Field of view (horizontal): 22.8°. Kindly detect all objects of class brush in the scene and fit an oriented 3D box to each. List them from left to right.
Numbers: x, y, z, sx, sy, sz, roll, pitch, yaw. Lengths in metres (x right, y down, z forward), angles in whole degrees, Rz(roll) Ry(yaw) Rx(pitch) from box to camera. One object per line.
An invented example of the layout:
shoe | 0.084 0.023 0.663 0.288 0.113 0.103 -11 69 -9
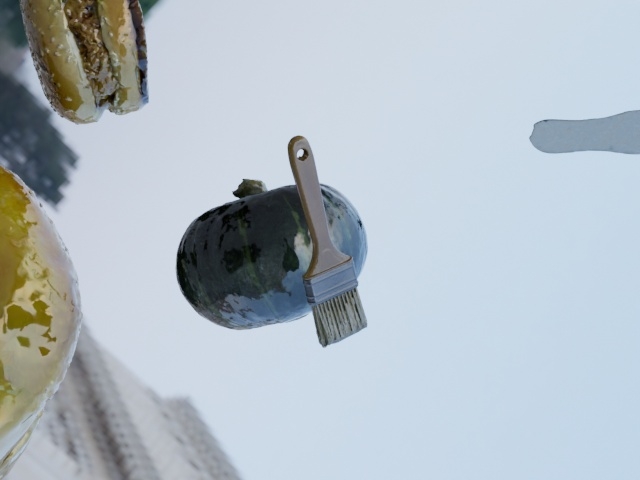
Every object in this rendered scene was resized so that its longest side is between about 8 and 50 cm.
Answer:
brush | 0.000 0.000 1.177 0.043 0.170 0.014 -24 -154 -21

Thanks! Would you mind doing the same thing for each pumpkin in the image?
pumpkin | -0.042 0.011 1.353 0.167 0.125 0.167 -16 -161 6

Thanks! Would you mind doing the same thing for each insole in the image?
insole | 0.345 -0.126 1.890 0.197 0.065 0.004 -3 -139 22

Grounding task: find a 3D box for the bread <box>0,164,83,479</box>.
bread | -0.389 0.108 1.633 0.250 0.361 0.394 -10 155 -42

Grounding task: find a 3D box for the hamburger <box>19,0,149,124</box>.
hamburger | -0.246 -0.214 1.650 0.118 0.181 0.191 -10 -153 -9
